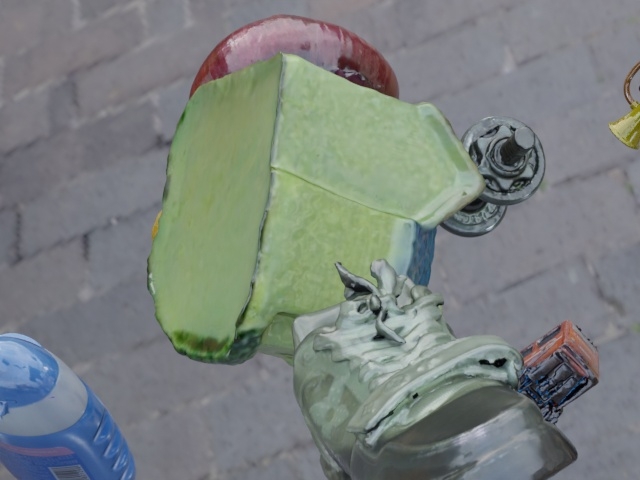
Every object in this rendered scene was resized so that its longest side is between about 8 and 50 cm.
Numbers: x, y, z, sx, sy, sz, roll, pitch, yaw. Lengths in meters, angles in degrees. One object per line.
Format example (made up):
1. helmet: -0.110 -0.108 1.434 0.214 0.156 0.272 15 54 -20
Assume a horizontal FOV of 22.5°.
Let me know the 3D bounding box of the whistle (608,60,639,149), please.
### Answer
1. whistle: 0.377 -0.164 1.857 0.109 0.046 0.057 -56 37 22

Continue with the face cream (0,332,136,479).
1. face cream: -0.257 0.165 1.475 0.149 0.264 0.083 10 62 14

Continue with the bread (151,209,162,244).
1. bread: -0.104 -0.005 1.455 0.110 0.110 0.024 -43 37 -13

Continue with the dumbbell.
1. dumbbell: 0.147 -0.055 1.447 0.081 0.254 0.081 3 76 -10

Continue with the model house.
1. model house: 0.000 0.000 1.151 0.195 0.189 0.214 -18 62 62

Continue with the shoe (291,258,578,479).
1. shoe: 0.042 0.078 0.906 0.109 0.149 0.293 -20 -2 -14

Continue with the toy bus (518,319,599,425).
1. toy bus: 0.186 0.176 1.687 0.235 0.073 0.096 -37 10 25

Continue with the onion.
1. onion: -0.033 -0.166 1.870 0.248 0.248 0.161 -14 69 18
